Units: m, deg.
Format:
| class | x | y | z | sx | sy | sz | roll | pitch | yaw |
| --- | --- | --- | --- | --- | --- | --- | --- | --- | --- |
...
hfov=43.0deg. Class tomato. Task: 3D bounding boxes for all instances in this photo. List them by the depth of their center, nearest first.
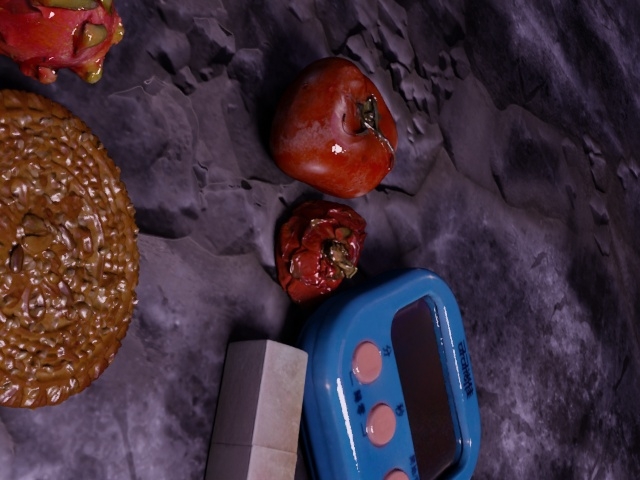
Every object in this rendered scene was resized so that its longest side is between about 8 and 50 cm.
| class | x | y | z | sx | sy | sz | roll | pitch | yaw |
| --- | --- | --- | --- | --- | --- | --- | --- | --- | --- |
| tomato | 0.017 | -0.145 | 1.078 | 0.187 | 0.151 | 0.187 | 13 | 69 | -39 |

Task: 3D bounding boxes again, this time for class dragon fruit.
| class | x | y | z | sx | sy | sz | roll | pitch | yaw |
| --- | --- | --- | --- | --- | --- | --- | --- | --- | --- |
| dragon fruit | -0.292 | -0.232 | 0.775 | 0.208 | 0.150 | 0.133 | 18 | 101 | -40 |
| dragon fruit | 0.000 | 0.000 | 1.066 | 0.083 | 0.106 | 0.162 | 38 | 59 | -36 |

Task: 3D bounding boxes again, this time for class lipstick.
| class | x | y | z | sx | sy | sz | roll | pitch | yaw |
| --- | --- | --- | --- | --- | --- | --- | --- | --- | --- |
| lipstick | -0.086 | 0.303 | 0.931 | 0.076 | 0.080 | 0.371 | 25 | 64 | -41 |

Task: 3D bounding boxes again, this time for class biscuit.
| class | x | y | z | sx | sy | sz | roll | pitch | yaw |
| --- | --- | --- | --- | --- | --- | --- | --- | --- | --- |
| biscuit | -0.264 | 0.008 | 0.761 | 0.305 | 0.038 | 0.305 | -5 | 90 | -65 |

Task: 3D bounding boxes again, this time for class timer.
| class | x | y | z | sx | sy | sz | roll | pitch | yaw |
| --- | --- | --- | --- | --- | --- | --- | --- | --- | --- |
| timer | 0.098 | 0.219 | 1.115 | 0.309 | 0.115 | 0.340 | -20 | 101 | -47 |
